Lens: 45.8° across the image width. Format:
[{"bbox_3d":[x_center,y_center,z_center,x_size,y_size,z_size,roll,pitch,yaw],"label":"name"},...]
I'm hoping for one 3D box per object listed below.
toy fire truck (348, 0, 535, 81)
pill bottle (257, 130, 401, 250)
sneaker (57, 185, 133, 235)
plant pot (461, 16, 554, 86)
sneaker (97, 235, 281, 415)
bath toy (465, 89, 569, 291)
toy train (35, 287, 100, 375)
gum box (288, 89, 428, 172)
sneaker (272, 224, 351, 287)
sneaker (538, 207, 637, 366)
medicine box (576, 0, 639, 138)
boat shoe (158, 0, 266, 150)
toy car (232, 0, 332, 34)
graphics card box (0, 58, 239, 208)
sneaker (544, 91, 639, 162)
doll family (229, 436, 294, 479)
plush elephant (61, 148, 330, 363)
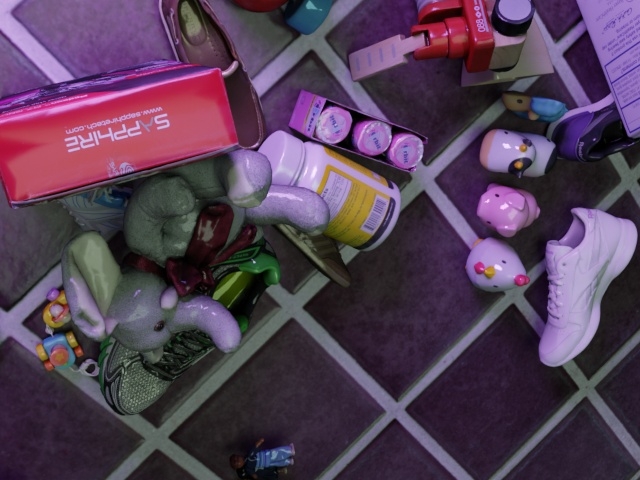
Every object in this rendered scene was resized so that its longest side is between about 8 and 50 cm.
[{"bbox_3d":[0.160,-0.336,1.109,0.246,0.158,0.217,-8,70,-1],"label":"toy fire truck"},{"bbox_3d":[0.006,-0.074,1.122,0.208,0.119,0.119,25,97,-27],"label":"pill bottle"},{"bbox_3d":[-0.329,-0.045,1.061,0.190,0.071,0.083,20,105,-25],"label":"sneaker"},{"bbox_3d":[0.290,-0.302,1.199,0.109,0.109,0.096,-10,99,-18],"label":"plant pot"},{"bbox_3d":[-0.196,0.120,1.111,0.344,0.146,0.134,-52,131,2],"label":"sneaker"},{"bbox_3d":[0.324,-0.069,1.274,0.151,0.129,0.348,2,107,-22],"label":"bath toy"},{"bbox_3d":[-0.351,0.131,1.122,0.125,0.046,0.166,15,101,-25],"label":"toy train"},{"bbox_3d":[0.060,-0.163,1.149,0.188,0.107,0.062,16,101,-25],"label":"gum box"},{"bbox_3d":[0.000,0.000,1.205,0.071,0.066,0.188,-49,119,-6],"label":"sneaker"},{"bbox_3d":[0.456,0.082,1.402,0.152,0.114,0.305,22,94,-12],"label":"sneaker"},{"bbox_3d":[0.589,-0.343,1.210,0.263,0.149,0.289,-16,84,-16],"label":"medicine box"},{"bbox_3d":[-0.147,-0.230,1.053,0.095,0.095,0.257,-33,116,-8],"label":"boat shoe"},{"bbox_3d":[-0.031,-0.390,0.965,0.219,0.238,0.210,28,96,-27],"label":"toy car"},{"bbox_3d":[-0.252,-0.142,0.887,0.232,0.371,0.094,-17,108,-14],"label":"graphics card box"},{"bbox_3d":[0.542,-0.208,1.313,0.283,0.124,0.107,-31,116,-10],"label":"sneaker"},{"bbox_3d":[-0.109,0.416,1.301,0.111,0.076,0.193,1,102,-17],"label":"doll family"},{"bbox_3d":[-0.179,0.032,0.943,0.329,0.272,0.256,5,83,13],"label":"plush elephant"}]
